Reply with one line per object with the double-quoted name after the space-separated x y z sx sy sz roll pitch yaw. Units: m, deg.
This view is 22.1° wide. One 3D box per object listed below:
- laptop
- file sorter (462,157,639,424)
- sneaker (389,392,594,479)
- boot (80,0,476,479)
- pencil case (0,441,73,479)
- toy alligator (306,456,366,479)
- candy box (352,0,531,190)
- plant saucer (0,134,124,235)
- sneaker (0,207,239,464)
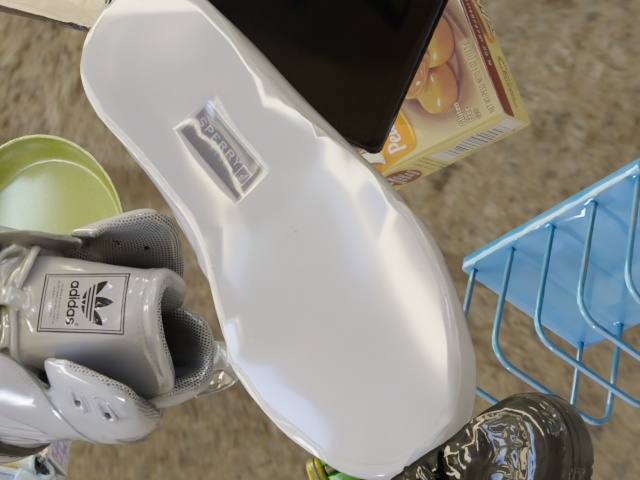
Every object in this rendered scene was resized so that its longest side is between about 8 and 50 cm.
-0.072 -0.331 1.576 0.236 0.408 0.381 27 86 -39 "laptop"
0.185 0.048 1.078 0.118 0.170 0.104 34 50 -22 "file sorter"
0.004 0.109 0.499 0.089 0.051 0.170 16 121 -45 "sneaker"
0.000 0.000 0.689 0.095 0.123 0.258 -39 59 10 "boot"
-0.270 0.182 1.438 0.114 0.273 0.124 24 107 -12 "pencil case"
0.002 0.102 1.071 0.056 0.051 0.189 -26 69 10 "toy alligator"
0.041 -0.141 1.725 0.316 0.087 0.182 -26 74 22 "candy box"
-0.290 0.011 1.704 0.241 0.037 0.240 -3 84 29 "plant saucer"
-0.207 0.020 0.918 0.366 0.210 0.137 41 48 -48 "sneaker"
